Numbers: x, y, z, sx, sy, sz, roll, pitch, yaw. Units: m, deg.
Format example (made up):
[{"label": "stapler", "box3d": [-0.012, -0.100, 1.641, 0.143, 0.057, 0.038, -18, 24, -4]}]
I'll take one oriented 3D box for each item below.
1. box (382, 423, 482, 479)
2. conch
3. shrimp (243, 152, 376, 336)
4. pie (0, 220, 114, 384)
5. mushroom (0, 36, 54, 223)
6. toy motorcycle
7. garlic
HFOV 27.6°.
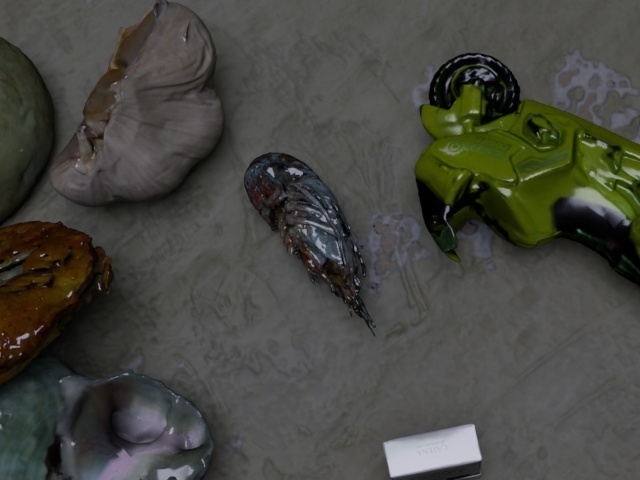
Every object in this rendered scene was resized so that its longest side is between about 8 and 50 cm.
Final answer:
[{"label": "box", "box3d": [0.105, 0.204, 1.212, 0.084, 0.154, 0.040, -14, 72, 2]}, {"label": "conch", "box3d": [-0.253, 0.200, 1.246, 0.277, 0.195, 0.220, 27, 74, 27]}, {"label": "shrimp", "box3d": [0.000, 0.000, 1.302, 0.079, 0.090, 0.233, -16, 61, -32]}, {"label": "pie", "box3d": [-0.333, 0.069, 1.251, 0.308, 0.308, 0.085, -20, 110, 1]}, {"label": "mushroom", "box3d": [-0.408, -0.095, 1.332, 0.267, 0.164, 0.189, -20, 75, 1]}, {"label": "toy motorcycle", "box3d": [0.230, -0.041, 1.262, 0.342, 0.142, 0.206, 29, 83, 13]}, {"label": "garlic", "box3d": [-0.173, -0.119, 1.318, 0.143, 0.178, 0.229, 35, 104, -18]}]
